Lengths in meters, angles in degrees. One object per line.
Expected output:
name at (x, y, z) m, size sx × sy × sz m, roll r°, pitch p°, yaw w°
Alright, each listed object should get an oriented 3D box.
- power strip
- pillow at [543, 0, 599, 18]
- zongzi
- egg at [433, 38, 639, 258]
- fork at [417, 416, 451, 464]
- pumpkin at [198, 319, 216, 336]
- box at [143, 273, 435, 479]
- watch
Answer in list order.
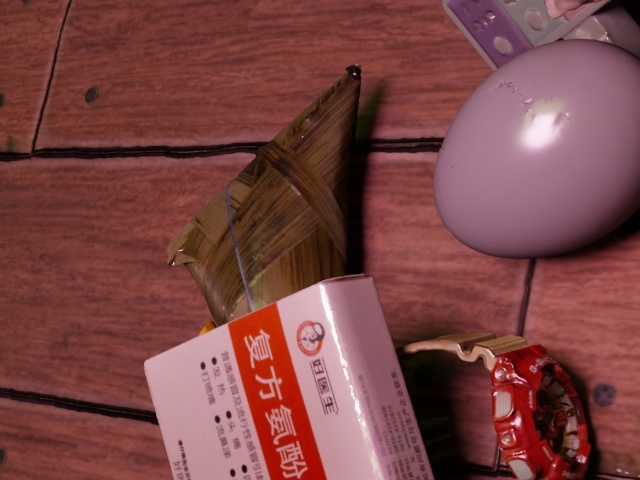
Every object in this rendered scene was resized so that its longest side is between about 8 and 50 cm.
power strip at (0.199, -0.184, 1.080) m, size 0.145 × 0.061 × 0.215 m, roll 53°, pitch 150°, yaw -2°
pillow at (0.258, -0.219, 0.946) m, size 0.067 × 0.270 × 0.173 m, roll -154°, pitch 69°, yaw -76°
zongzi at (0.000, 0.000, 1.189) m, size 0.242 × 0.112 × 0.221 m, roll -46°, pitch 48°, yaw 16°
egg at (0.168, -0.063, 1.043) m, size 0.198 × 0.146 × 0.146 m, roll -39°, pitch 52°, yaw 32°
fork at (0.004, 0.180, 1.163) m, size 0.235 × 0.021 × 0.039 m, roll -14°, pitch 60°, yaw 26°
pumpkin at (-0.105, 0.126, 1.283) m, size 0.073 × 0.035 × 0.101 m, roll -52°, pitch 46°, yaw 9°
box at (-0.003, 0.225, 1.051) m, size 0.214 × 0.069 × 0.353 m, roll -25°, pitch 78°, yaw 41°
watch at (0.072, 0.158, 1.069) m, size 0.268 × 0.102 × 0.165 m, roll -9°, pitch 87°, yaw 35°
